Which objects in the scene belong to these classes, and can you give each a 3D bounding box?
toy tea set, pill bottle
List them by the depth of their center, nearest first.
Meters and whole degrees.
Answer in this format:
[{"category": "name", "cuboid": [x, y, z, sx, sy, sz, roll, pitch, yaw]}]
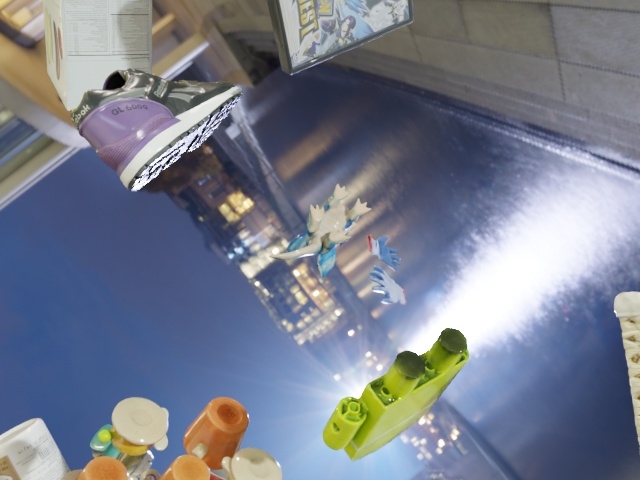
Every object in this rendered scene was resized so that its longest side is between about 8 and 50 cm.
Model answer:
[{"category": "toy tea set", "cuboid": [-0.233, 0.348, 1.041, 0.335, 0.124, 0.200, 9, -146, -34]}, {"category": "pill bottle", "cuboid": [-0.582, 0.496, 1.392, 0.229, 0.131, 0.131, 64, 178, -7]}]

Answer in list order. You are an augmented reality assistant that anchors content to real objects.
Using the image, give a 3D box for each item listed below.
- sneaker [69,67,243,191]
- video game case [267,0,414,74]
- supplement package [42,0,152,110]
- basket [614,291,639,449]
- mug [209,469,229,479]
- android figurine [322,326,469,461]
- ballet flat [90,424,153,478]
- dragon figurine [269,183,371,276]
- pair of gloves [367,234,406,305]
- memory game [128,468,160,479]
[{"category": "sneaker", "cuboid": [-0.194, -0.174, 0.840, 0.124, 0.107, 0.283, 44, -152, -6]}, {"category": "video game case", "cuboid": [0.026, -0.420, 1.011, 0.035, 0.248, 0.275, 38, 149, 46]}, {"category": "supplement package", "cuboid": [-0.392, -0.360, 1.184, 0.194, 0.149, 0.203, 47, 138, 46]}, {"category": "basket", "cuboid": [0.617, 0.181, 0.849, 0.328, 0.331, 0.267, -17, 74, 62]}, {"category": "mug", "cuboid": [-0.249, 0.596, 1.512, 0.150, 0.169, 0.113, 19, 175, -4]}, {"category": "android figurine", "cuboid": [0.112, 0.230, 0.985, 0.056, 0.248, 0.273, 51, 144, 24]}, {"category": "ballet flat", "cuboid": [-0.442, 0.487, 1.543, 0.123, 0.123, 0.348, 53, 155, -9]}, {"category": "dragon figurine", "cuboid": [0.000, 0.000, 1.155, 0.085, 0.289, 0.144, 35, 133, 4]}, {"category": "pair of gloves", "cuboid": [0.163, 0.072, 1.707, 0.159, 0.023, 0.198, 30, -134, -50]}, {"category": "memory game", "cuboid": [-0.304, 0.493, 1.179, 0.186, 0.186, 0.012, 53, 157, -11]}]
